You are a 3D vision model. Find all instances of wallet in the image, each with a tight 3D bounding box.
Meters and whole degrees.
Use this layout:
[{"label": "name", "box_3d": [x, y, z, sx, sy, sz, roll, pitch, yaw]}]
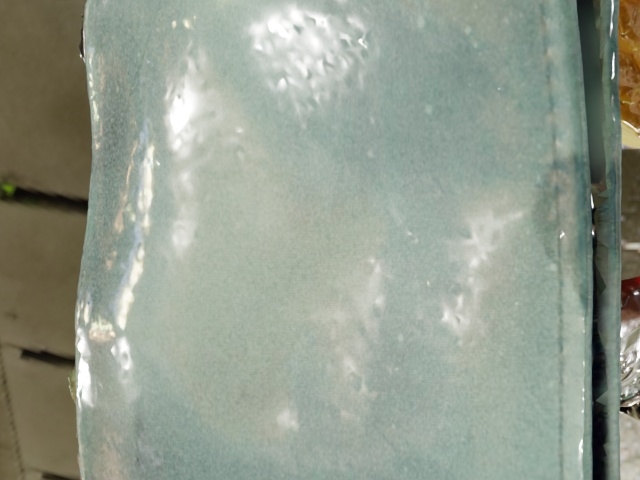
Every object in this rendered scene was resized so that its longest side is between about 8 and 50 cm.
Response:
[{"label": "wallet", "box_3d": [-0.001, 0.000, 0.474, 0.054, 0.290, 0.251, 2, 177, -45]}]

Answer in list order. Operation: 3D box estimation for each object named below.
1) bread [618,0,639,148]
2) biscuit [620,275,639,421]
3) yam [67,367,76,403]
[{"label": "bread", "box_3d": [0.353, -0.282, 1.543, 0.279, 0.279, 0.207, 29, 177, -36]}, {"label": "biscuit", "box_3d": [0.199, 0.097, 0.982, 0.235, 0.063, 0.151, -9, 132, -28]}, {"label": "yam", "box_3d": [-0.214, 0.171, 1.619, 0.194, 0.107, 0.107, -23, 130, 11]}]
